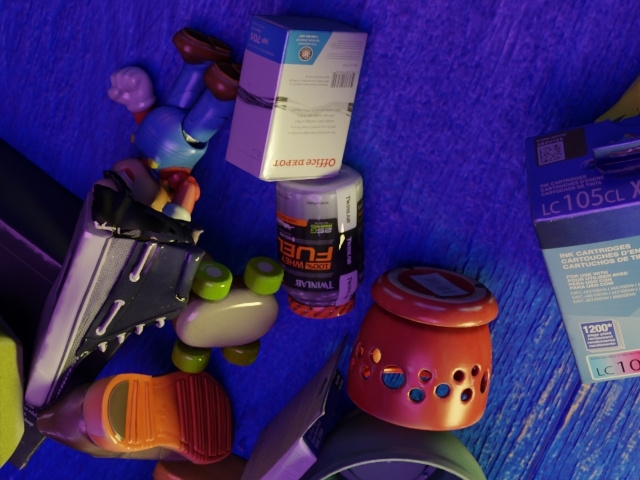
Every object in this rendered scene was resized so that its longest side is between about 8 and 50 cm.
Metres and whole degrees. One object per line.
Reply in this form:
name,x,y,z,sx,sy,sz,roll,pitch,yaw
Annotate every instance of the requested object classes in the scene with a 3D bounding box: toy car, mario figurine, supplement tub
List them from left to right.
mario figurine,-0.221,-0.111,1.750,0.170,0.198,0.321,26,111,-15
toy car,-0.155,0.057,1.826,0.148,0.188,0.155,-5,130,-31
supplement tub,0.000,0.000,1.792,0.116,0.117,0.191,2,113,10

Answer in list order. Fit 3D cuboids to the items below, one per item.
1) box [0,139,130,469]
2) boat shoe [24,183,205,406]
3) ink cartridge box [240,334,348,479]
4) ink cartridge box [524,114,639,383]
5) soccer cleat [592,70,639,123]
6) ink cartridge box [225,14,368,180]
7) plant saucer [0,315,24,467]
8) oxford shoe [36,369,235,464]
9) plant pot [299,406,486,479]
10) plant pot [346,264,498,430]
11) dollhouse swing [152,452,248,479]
box,-0.443,0.080,1.874,0.343,0.179,0.312,38,114,-7
boat shoe,-0.260,0.095,1.692,0.158,0.127,0.341,16,127,-17
ink cartridge box,-0.029,0.263,1.851,0.045,0.223,0.224,37,116,-6
ink cartridge box,0.401,-0.012,1.612,0.269,0.151,0.395,-11,136,15
soccer cleat,0.384,-0.124,1.665,0.093,0.121,0.289,32,114,-3
ink cartridge box,-0.030,-0.180,1.691,0.082,0.139,0.191,30,115,41
plant saucer,-0.425,0.167,1.737,0.045,0.188,0.189,-10,117,-30
oxford shoe,-0.239,0.241,1.843,0.132,0.363,0.130,-11,73,25
plant pot,0.096,0.347,1.864,0.293,0.196,0.293,0,123,1
plant pot,0.136,0.136,1.786,0.191,0.191,0.174,9,109,7
dollhouse swing,-0.201,0.525,1.951,0.315,0.305,0.347,26,114,-1
